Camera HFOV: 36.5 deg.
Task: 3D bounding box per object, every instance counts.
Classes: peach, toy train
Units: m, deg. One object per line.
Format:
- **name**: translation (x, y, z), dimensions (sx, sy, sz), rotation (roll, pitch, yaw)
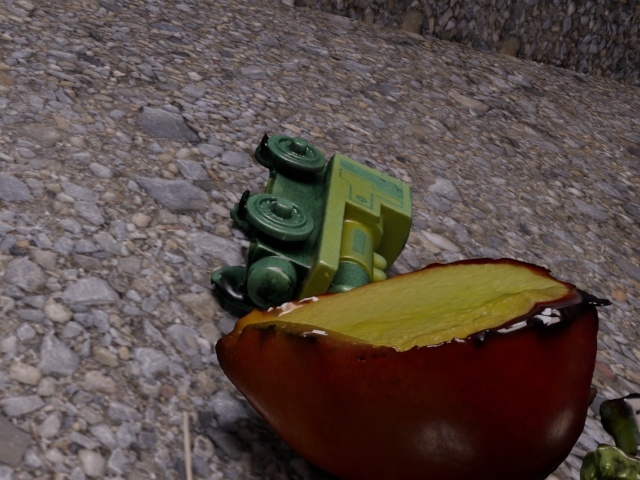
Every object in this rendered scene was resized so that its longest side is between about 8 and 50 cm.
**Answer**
- **peach**: translation (0.085, 0.144, 0.900), dimensions (0.361, 0.201, 0.258), rotation (-7, 11, 10)
- **toy train**: translation (0.000, 0.000, 1.224), dimensions (0.237, 0.150, 0.369), rotation (24, 26, -7)

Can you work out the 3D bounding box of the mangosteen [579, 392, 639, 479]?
- **mangosteen**: translation (0.233, 0.253, 0.735), dimensions (0.231, 0.231, 0.289), rotation (13, 69, -15)
